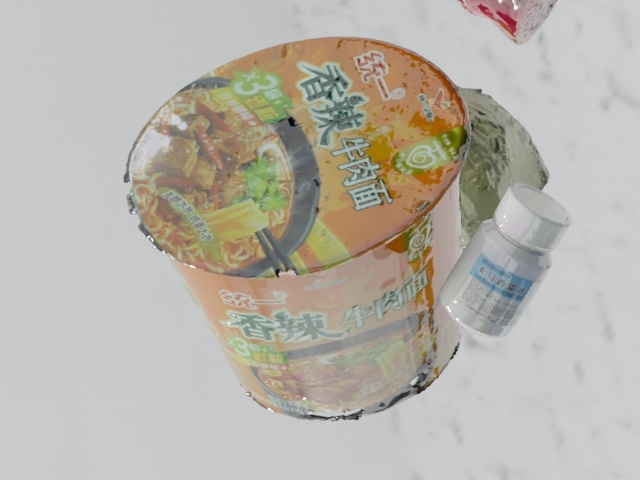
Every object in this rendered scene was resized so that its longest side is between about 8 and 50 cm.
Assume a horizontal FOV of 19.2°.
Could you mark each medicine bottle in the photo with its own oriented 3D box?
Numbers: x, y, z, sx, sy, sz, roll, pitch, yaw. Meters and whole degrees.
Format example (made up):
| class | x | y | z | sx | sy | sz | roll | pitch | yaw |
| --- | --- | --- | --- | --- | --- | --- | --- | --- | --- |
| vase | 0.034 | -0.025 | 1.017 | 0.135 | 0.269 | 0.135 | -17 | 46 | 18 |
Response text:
| class | x | y | z | sx | sy | sz | roll | pitch | yaw |
| --- | --- | --- | --- | --- | --- | --- | --- | --- | --- |
| medicine bottle | 0.115 | 0.013 | 1.170 | 0.052 | 0.052 | 0.089 | 4 | -57 | -46 |

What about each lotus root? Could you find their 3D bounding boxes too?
| class | x | y | z | sx | sy | sz | roll | pitch | yaw |
| --- | --- | --- | --- | --- | --- | --- | --- | --- | --- |
| lotus root | 0.138 | -0.068 | 1.680 | 0.143 | 0.070 | 0.144 | -57 | -50 | -27 |

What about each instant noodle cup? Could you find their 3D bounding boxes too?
| class | x | y | z | sx | sy | sz | roll | pitch | yaw |
| --- | --- | --- | --- | --- | --- | --- | --- | --- | --- |
| instant noodle cup | 0.000 | 0.000 | 1.288 | 0.230 | 0.230 | 0.182 | -46 | -38 | -27 |

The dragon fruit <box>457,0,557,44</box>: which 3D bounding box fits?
| class | x | y | z | sx | sy | sz | roll | pitch | yaw |
| --- | --- | --- | --- | --- | --- | --- | --- | --- | --- |
| dragon fruit | 0.167 | -0.282 | 1.507 | 0.163 | 0.189 | 0.262 | 23 | -60 | -14 |
